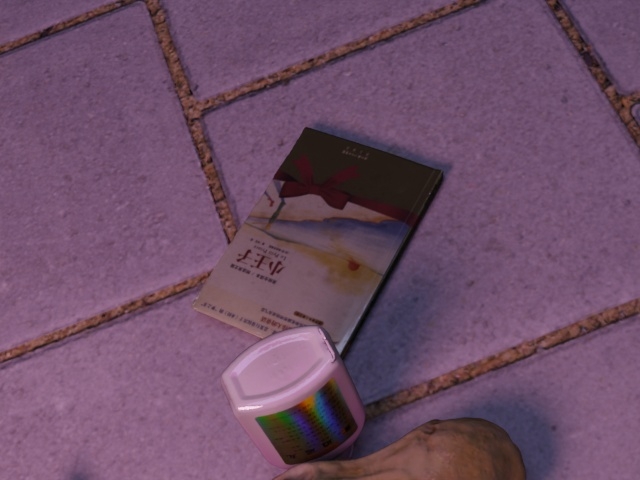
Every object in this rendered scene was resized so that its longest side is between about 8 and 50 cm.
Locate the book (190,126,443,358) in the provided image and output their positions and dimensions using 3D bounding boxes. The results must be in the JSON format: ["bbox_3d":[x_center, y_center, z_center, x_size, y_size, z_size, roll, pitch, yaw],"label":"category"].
[{"bbox_3d":[0.000,0.000,1.356,0.201,0.026,0.289,20,66,22],"label":"book"}]

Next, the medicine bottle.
[{"bbox_3d":[-0.017,0.172,1.143,0.115,0.219,0.078,-28,57,-3],"label":"medicine bottle"}]

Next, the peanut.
[{"bbox_3d":[0.044,0.288,1.100,0.340,0.158,0.174,-16,14,1],"label":"peanut"}]
